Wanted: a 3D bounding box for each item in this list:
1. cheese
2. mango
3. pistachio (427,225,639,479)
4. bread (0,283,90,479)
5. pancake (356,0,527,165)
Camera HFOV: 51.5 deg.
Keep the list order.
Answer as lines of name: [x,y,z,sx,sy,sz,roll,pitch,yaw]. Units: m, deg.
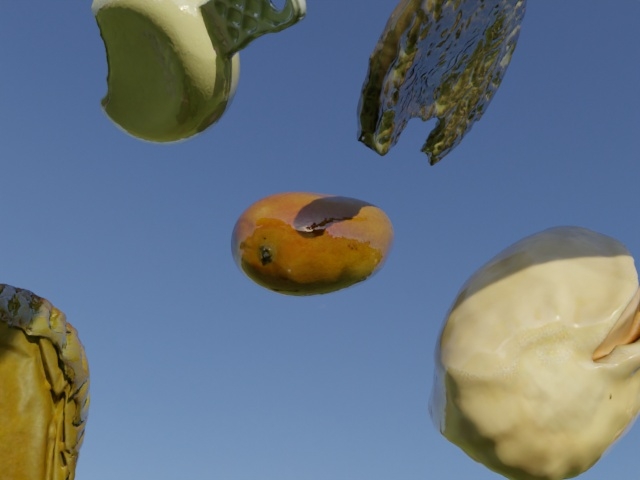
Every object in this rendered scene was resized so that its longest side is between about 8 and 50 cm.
cheese: [-0.111,-0.161,0.605,0.249,0.071,0.163,10,-55,30]
mango: [0.001,0.002,0.794,0.221,0.151,0.120,-3,-72,-30]
pistachio: [0.217,0.095,0.637,0.214,0.318,0.193,-28,-88,36]
bread: [-0.319,0.159,0.565,0.227,0.253,0.142,10,0,-24]
pancake: [0.135,-0.184,0.704,0.033,0.288,0.286,37,-29,23]
